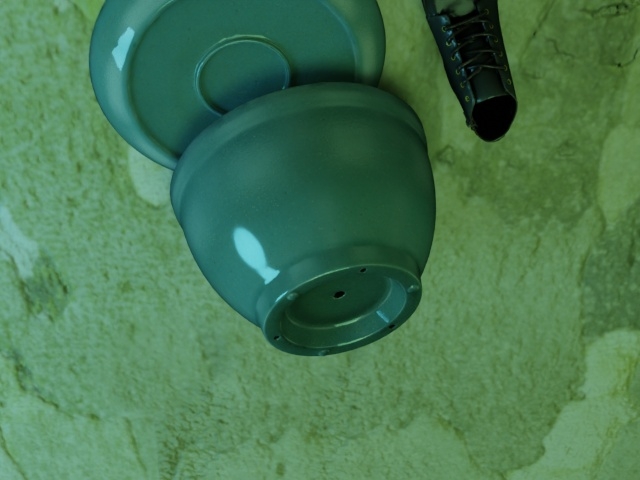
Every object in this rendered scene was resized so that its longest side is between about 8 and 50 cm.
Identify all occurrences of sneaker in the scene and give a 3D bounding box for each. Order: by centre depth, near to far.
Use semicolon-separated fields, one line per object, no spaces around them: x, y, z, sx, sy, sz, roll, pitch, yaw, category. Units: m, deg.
0.159;-0.213;1.366;0.083;0.118;0.222;-20;132;6;sneaker

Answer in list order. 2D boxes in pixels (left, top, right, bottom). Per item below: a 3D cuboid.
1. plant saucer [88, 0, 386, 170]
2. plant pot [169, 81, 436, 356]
-0.083;-0.179;1.397;0.317;0.044;0.318;-6;131;-7;plant saucer
0.000;0.000;1.423;0.293;0.196;0.293;-12;146;-8;plant pot
